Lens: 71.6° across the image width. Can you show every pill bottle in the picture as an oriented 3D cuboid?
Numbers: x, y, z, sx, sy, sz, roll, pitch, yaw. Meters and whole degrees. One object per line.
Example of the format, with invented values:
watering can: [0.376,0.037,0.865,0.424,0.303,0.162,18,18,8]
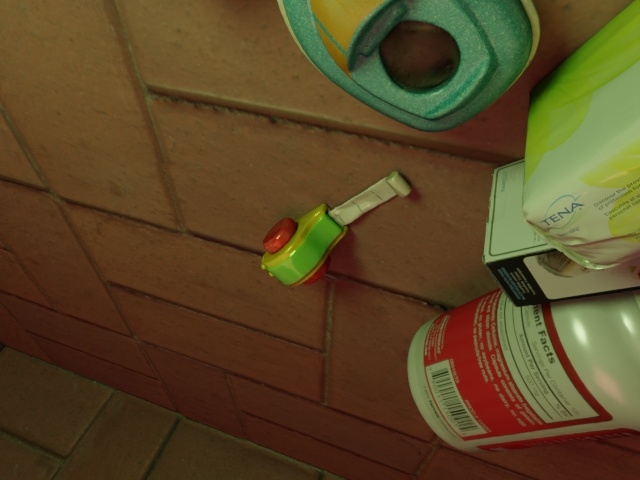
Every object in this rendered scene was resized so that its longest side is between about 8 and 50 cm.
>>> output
pill bottle: [0.332,0.156,0.616,0.229,0.228,0.408,35,140,-11]

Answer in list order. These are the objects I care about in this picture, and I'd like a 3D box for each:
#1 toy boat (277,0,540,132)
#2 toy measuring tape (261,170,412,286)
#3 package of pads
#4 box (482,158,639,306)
toy boat: [0.100,-0.233,0.364,0.268,0.148,0.318,28,139,-14]
toy measuring tape: [0.000,0.000,0.712,0.121,0.121,0.330,43,137,-20]
package of pads: [0.293,-0.129,0.324,0.101,0.229,0.296,33,141,-9]
box: [0.327,-0.042,0.453,0.290,0.169,0.087,-19,126,39]
